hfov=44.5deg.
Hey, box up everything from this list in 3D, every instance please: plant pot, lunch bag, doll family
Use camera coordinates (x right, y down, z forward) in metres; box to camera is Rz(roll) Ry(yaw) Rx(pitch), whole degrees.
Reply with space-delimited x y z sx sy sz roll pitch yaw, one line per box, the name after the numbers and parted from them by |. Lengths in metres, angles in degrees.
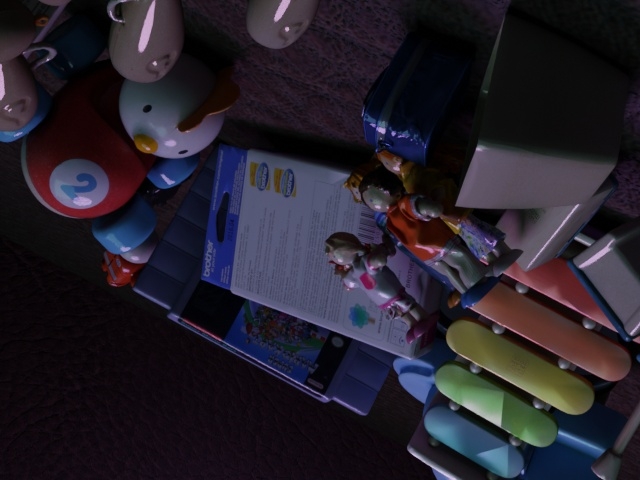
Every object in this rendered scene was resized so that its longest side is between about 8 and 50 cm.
0.162 -0.081 0.571 0.096 0.109 0.109 14 161 6 | plant pot
0.072 -0.110 0.623 0.065 0.098 0.067 27 168 13 | lunch bag
0.089 -0.015 0.732 0.163 0.118 0.263 47 160 6 | doll family

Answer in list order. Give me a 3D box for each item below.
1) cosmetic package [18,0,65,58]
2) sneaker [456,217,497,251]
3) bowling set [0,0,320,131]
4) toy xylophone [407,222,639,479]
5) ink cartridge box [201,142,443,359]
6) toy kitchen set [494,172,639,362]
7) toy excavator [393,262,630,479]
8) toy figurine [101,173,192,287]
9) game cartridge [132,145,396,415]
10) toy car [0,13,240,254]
-0.375 -0.287 0.709 0.296 0.153 0.129 37 160 -22 | cosmetic package
0.146 -0.005 0.891 0.135 0.052 0.058 22 171 30 | sneaker
-0.143 -0.215 0.537 0.200 0.287 0.154 60 157 8 | bowling set
0.238 0.128 0.809 0.236 0.323 0.081 21 -161 14 | toy xylophone
0.000 0.000 0.912 0.311 0.186 0.065 16 -166 30 | ink cartridge box
0.289 0.012 0.671 0.207 0.166 0.122 59 155 22 | toy kitchen set
0.252 0.306 0.947 0.432 0.445 0.222 22 162 19 | toy excavator
-0.194 -0.007 1.142 0.209 0.213 0.148 29 147 -15 | toy figurine
-0.043 0.059 1.049 0.355 0.230 0.068 30 164 -10 | game cartridge
-0.190 -0.125 0.843 0.238 0.210 0.219 -5 135 40 | toy car
